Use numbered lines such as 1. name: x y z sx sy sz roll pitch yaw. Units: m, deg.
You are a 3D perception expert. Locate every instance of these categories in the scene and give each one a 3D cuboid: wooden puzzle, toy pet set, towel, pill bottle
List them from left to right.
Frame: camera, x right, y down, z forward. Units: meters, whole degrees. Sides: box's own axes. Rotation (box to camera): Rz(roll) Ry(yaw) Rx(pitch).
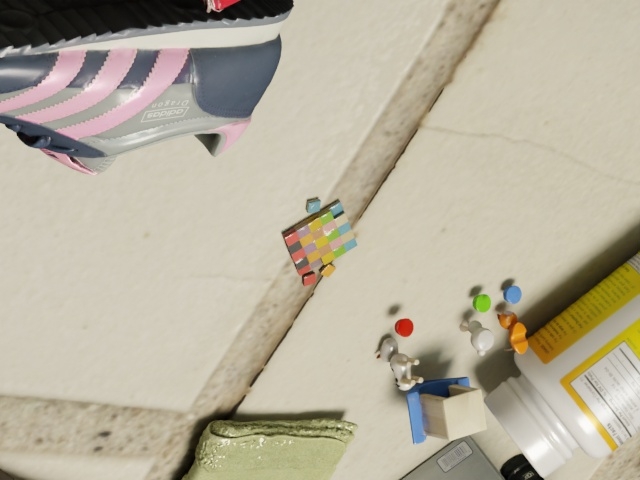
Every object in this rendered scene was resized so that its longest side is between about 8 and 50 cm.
1. towel: -0.047 0.185 1.543 0.148 0.027 0.110 2 127 -38
2. wooden puzzle: 0.000 0.000 1.416 0.049 0.006 0.083 -31 139 -7
3. toy pet set: 0.102 0.101 1.563 0.122 0.065 0.114 -13 100 -29
4. pill bottle: 0.243 0.099 1.598 0.215 0.117 0.117 -38 140 2

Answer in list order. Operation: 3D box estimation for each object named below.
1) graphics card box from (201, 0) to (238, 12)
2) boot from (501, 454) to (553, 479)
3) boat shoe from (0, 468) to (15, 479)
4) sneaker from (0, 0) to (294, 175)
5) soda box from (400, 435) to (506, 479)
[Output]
1. graphics card box: 0.062 -0.308 1.101 0.371 0.094 0.233 -26 138 -11
2. boot: 0.206 0.257 1.734 0.045 0.099 0.121 -30 140 -11
3. boat shoe: -0.236 0.248 1.390 0.130 0.132 0.355 -47 138 12
4. sneaker: -0.165 -0.089 1.134 0.319 0.112 0.131 -5 128 -30
5. soda box: 0.049 0.299 1.670 0.286 0.091 0.098 -37 139 -1
